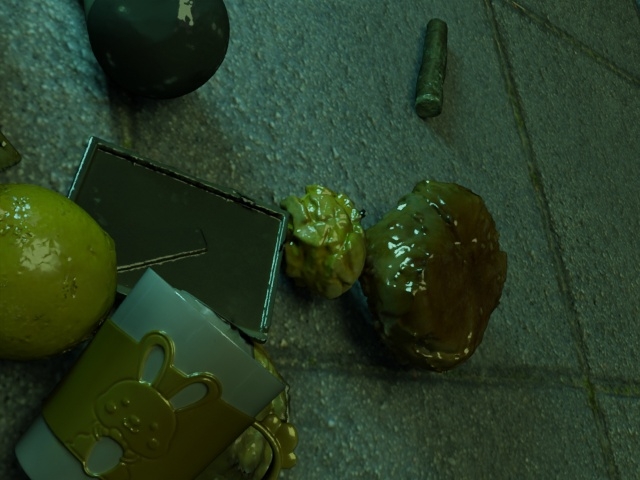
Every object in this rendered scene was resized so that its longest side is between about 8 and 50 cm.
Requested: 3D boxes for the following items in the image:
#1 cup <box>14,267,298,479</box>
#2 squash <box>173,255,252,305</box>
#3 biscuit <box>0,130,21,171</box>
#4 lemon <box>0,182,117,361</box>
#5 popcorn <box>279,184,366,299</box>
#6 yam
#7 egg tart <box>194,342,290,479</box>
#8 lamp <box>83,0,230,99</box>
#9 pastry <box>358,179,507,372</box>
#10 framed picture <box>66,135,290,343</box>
[{"bbox_3d":[-0.146,0.178,0.765,0.241,0.185,0.226,42,80,2],"label":"cup"},{"bbox_3d":[-0.145,0.055,0.980,0.183,0.052,0.052,36,46,-9],"label":"squash"},{"bbox_3d":[-0.404,-0.105,0.787,0.139,0.016,0.231,52,19,-11],"label":"biscuit"},{"bbox_3d":[-0.292,0.035,0.771,0.206,0.174,0.173,49,38,-45],"label":"lemon"},{"bbox_3d":[0.000,0.000,1.102,0.167,0.152,0.148,-106,171,-48],"label":"popcorn"},{"bbox_3d":[0.231,-0.358,1.579,0.061,0.061,0.274,35,47,-26],"label":"yam"},{"bbox_3d":[-0.107,0.204,0.919,0.231,0.098,0.252,56,38,-10],"label":"egg tart"},{"bbox_3d":[-0.236,-0.336,1.022,0.182,0.182,0.313,-14,77,-47],"label":"lamp"},{"bbox_3d":[0.164,0.054,1.202,0.311,0.162,0.255,-45,116,-43],"label":"pastry"},{"bbox_3d":[-0.178,-0.003,0.956,0.281,0.019,0.208,22,52,-15],"label":"framed picture"}]
